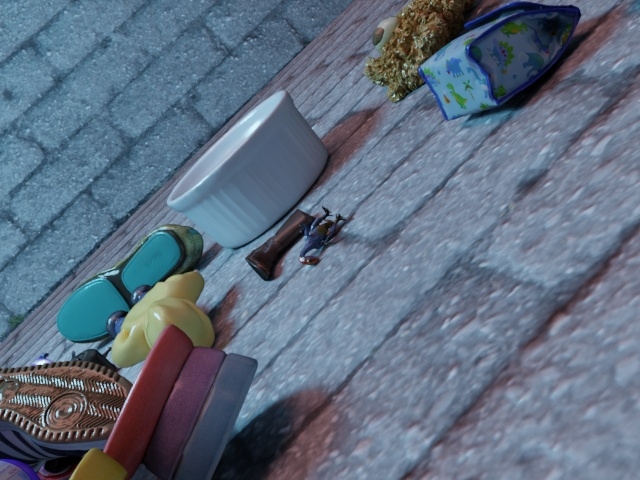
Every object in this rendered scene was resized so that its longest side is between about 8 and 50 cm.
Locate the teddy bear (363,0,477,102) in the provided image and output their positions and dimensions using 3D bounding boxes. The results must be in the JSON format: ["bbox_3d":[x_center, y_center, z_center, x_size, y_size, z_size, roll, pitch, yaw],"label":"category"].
[{"bbox_3d":[0.170,-0.375,1.344,0.245,0.113,0.338,-24,25,54],"label":"teddy bear"}]

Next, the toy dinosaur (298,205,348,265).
[{"bbox_3d":[0.000,0.000,0.974,0.082,0.047,0.090,-57,-14,-13],"label":"toy dinosaur"}]

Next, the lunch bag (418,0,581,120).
[{"bbox_3d":[0.211,-0.219,0.902,0.151,0.096,0.129,-32,11,-14],"label":"lunch bag"}]

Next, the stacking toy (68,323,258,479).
[{"bbox_3d":[-0.137,0.242,0.630,0.309,0.130,0.279,-72,6,-64],"label":"stacking toy"}]

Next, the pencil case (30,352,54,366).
[{"bbox_3d":[-0.513,0.298,1.335,0.088,0.086,0.206,3,43,30],"label":"pencil case"}]

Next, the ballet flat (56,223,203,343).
[{"bbox_3d":[-0.348,0.083,1.451,0.348,0.123,0.123,-37,18,23],"label":"ballet flat"}]

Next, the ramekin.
[{"bbox_3d":[-0.117,-0.114,1.323,0.277,0.135,0.277,-40,16,14],"label":"ramekin"}]

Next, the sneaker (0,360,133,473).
[{"bbox_3d":[-0.301,0.219,0.867,0.282,0.153,0.099,-2,42,19],"label":"sneaker"}]

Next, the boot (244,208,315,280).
[{"bbox_3d":[-0.051,0.001,1.067,0.114,0.037,0.106,-40,18,-5],"label":"boot"}]

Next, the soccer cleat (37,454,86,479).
[{"bbox_3d":[-0.366,0.285,1.025,0.248,0.083,0.095,-32,24,27],"label":"soccer cleat"}]

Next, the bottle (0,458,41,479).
[{"bbox_3d":[-0.257,0.231,0.519,0.092,0.118,0.283,-12,-3,-6],"label":"bottle"}]

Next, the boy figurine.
[{"bbox_3d":[-0.220,0.110,1.090,0.177,0.092,0.285,-49,18,-21],"label":"boy figurine"}]

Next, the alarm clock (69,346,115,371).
[{"bbox_3d":[-0.396,0.242,1.234,0.129,0.064,0.192,-40,20,11],"label":"alarm clock"}]
